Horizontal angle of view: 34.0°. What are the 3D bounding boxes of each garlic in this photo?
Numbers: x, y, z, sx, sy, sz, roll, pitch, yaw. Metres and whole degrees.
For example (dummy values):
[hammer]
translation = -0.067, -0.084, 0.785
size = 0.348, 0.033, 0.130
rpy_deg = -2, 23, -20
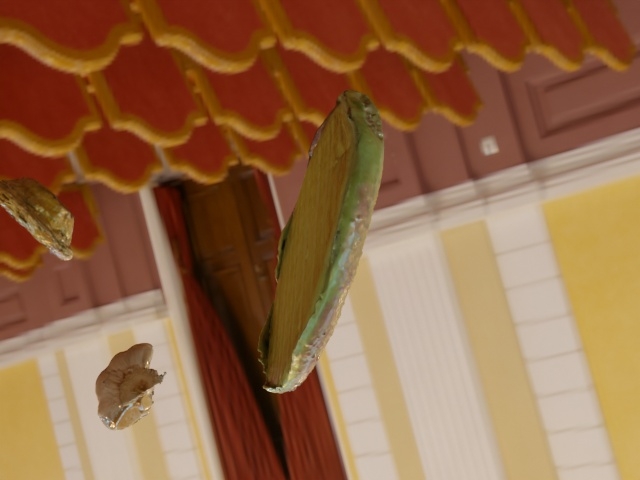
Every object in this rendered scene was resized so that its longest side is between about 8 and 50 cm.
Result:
[garlic]
translation = -0.233, 0.176, 1.272
size = 0.113, 0.074, 0.094
rpy_deg = -58, 177, -4

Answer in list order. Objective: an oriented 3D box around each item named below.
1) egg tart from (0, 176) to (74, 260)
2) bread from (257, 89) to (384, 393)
[egg tart]
translation = -0.320, -0.033, 1.180
size = 0.049, 0.129, 0.129
rpy_deg = -48, -177, -13
[bread]
translation = -0.002, 0.006, 0.974
size = 0.045, 0.301, 0.301
rpy_deg = 16, 170, -9
